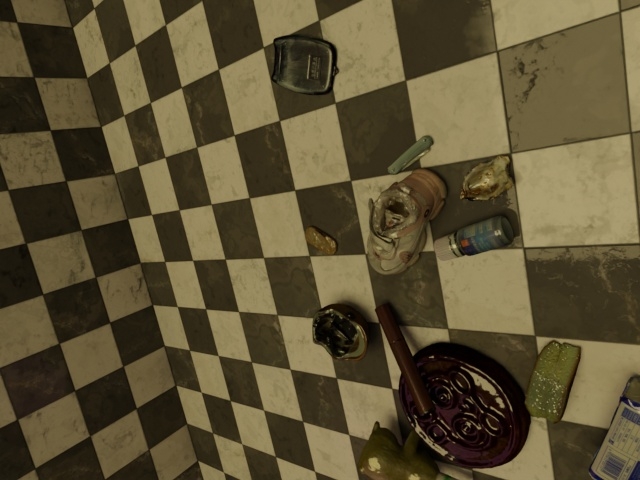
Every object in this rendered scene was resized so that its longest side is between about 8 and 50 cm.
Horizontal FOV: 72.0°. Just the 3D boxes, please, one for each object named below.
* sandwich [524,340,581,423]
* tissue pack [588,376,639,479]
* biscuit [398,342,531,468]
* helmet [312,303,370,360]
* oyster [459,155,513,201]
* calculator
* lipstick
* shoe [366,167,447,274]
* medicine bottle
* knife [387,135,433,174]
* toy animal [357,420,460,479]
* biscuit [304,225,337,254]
[{"bbox_3d":[0.611,0.393,1.169,0.094,0.096,0.257,18,114,40],"label":"sandwich"},{"bbox_3d":[0.785,0.480,1.030,0.209,0.137,0.269,18,119,31],"label":"tissue pack"},{"bbox_3d":[0.424,0.518,1.364,0.408,0.091,0.407,15,115,35],"label":"biscuit"},{"bbox_3d":[0.083,0.307,1.542,0.224,0.130,0.198,22,123,20],"label":"helmet"},{"bbox_3d":[0.429,-0.152,1.149,0.148,0.051,0.103,-20,81,33],"label":"oyster"},{"bbox_3d":[-0.056,-0.563,1.415,0.268,0.040,0.177,20,119,28],"label":"calculator"},{"bbox_3d":[0.263,0.368,1.386,0.057,0.057,0.356,-45,55,39],"label":"lipstick"},{"bbox_3d":[0.207,-0.040,1.273,0.172,0.198,0.350,35,123,27],"label":"shoe"},{"bbox_3d":[0.411,-0.001,1.198,0.203,0.083,0.083,-22,91,43],"label":"medicine bottle"},{"bbox_3d":[0.261,-0.242,1.274,0.162,0.023,0.044,-40,83,40],"label":"knife"},{"bbox_3d":[0.316,0.769,1.504,0.363,0.180,0.181,15,124,10],"label":"toy animal"},{"bbox_3d":[0.000,0.000,1.575,0.147,0.018,0.071,30,125,26],"label":"biscuit"}]
